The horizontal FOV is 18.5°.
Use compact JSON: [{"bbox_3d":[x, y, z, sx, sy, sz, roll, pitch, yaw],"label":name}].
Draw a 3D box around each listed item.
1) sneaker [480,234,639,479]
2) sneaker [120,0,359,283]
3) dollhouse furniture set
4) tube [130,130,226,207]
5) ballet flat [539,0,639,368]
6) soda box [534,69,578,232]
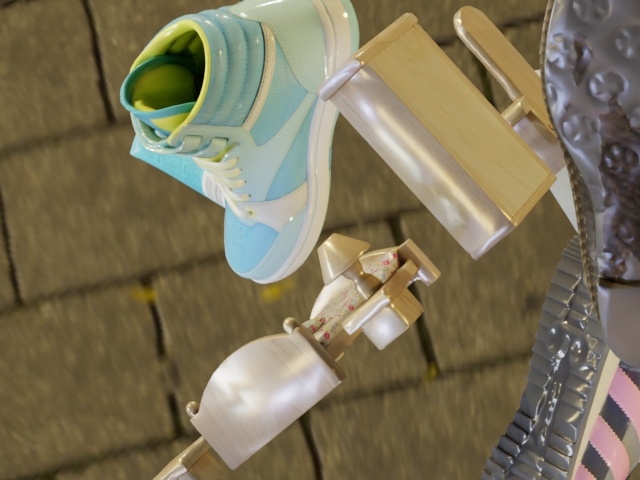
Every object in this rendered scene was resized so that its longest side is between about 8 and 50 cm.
[{"bbox_3d":[0.206,0.149,1.417,0.131,0.112,0.319,11,108,-29],"label":"sneaker"},{"bbox_3d":[-0.094,-0.084,1.760,0.208,0.319,0.127,-15,40,-34],"label":"sneaker"},{"bbox_3d":[0.000,0.000,1.554,0.174,0.303,0.355,48,124,0],"label":"dollhouse furniture set"},{"bbox_3d":[-0.130,-0.087,2.022,0.207,0.052,0.080,34,109,42],"label":"tube"},{"bbox_3d":[0.156,-0.050,0.953,0.084,0.250,0.058,-5,32,13],"label":"ballet flat"},{"bbox_3d":[0.301,-0.065,2.009,0.098,0.286,0.091,-5,57,26],"label":"soda box"}]
